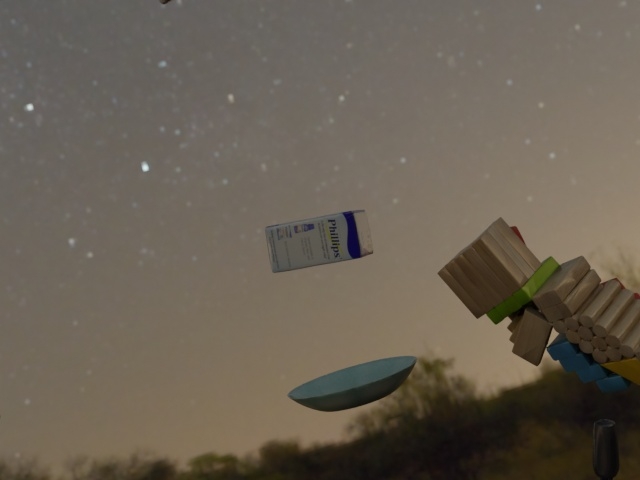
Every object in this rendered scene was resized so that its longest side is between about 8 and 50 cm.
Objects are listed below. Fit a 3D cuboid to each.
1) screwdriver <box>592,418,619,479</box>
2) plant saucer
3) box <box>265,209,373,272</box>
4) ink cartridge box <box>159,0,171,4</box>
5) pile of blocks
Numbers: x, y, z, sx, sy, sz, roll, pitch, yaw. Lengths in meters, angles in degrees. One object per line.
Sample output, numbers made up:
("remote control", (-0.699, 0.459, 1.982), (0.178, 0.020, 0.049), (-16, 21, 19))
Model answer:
("screwdriver", (0.255, 0.243, 1.039), (0.024, 0.170, 0.025), (-5, 10, -27))
("plant saucer", (0.050, 0.211, 1.660), (0.194, 0.038, 0.195), (-17, 2, 1))
("box", (0.000, 0.000, 1.730), (0.137, 0.072, 0.126), (-10, 1, 11))
("ink cartridge box", (-0.143, -0.439, 1.262), (0.131, 0.226, 0.306), (-41, 2, -39))
("pile of blocks", (0.334, 0.092, 1.500), (0.112, 0.362, 0.149), (-40, -26, -39))
